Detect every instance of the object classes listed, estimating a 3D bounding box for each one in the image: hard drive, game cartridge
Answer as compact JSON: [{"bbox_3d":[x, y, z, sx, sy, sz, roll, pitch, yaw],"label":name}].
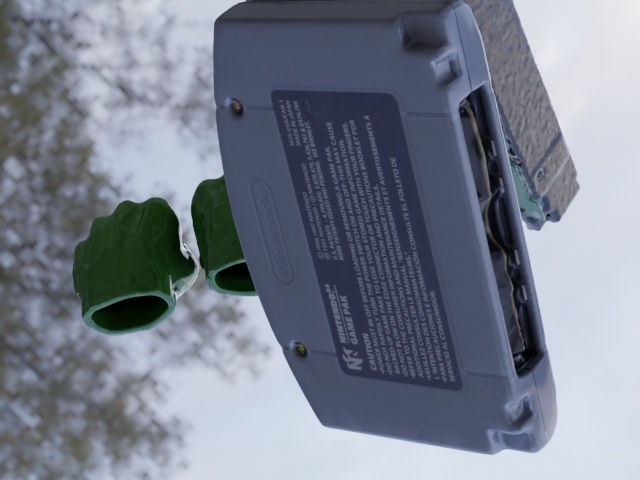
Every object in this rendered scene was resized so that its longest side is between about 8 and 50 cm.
[{"bbox_3d":[0.058,-0.157,1.567,0.237,0.339,0.064,18,-120,36],"label":"hard drive"},{"bbox_3d":[0.033,-0.010,1.233,0.196,0.294,0.060,3,-152,35],"label":"game cartridge"}]

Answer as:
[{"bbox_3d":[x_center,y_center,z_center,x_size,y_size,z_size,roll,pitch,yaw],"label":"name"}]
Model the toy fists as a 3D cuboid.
[{"bbox_3d":[-0.142,0.008,2.191,0.279,0.096,0.142,-17,-127,14],"label":"toy fists"}]
